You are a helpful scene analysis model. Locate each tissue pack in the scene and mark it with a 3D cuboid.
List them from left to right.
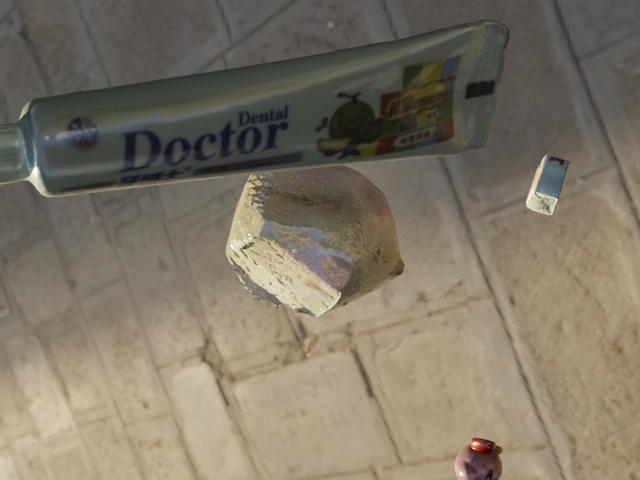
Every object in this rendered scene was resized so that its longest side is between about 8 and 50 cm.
[{"bbox_3d":[0.438,-0.105,1.932,0.059,0.094,0.074,19,152,8],"label":"tissue pack"}]

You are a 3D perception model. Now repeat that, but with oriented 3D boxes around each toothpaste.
[{"bbox_3d":[-0.035,-0.053,0.440,0.037,0.256,0.067,-120,26,-52],"label":"toothpaste"}]

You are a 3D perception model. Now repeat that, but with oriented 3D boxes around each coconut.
[{"bbox_3d":[0.000,0.000,0.702,0.125,0.110,0.110,20,126,1],"label":"coconut"}]

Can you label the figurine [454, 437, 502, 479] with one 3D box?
[{"bbox_3d":[0.224,0.319,1.415,0.067,0.083,0.071,2,72,39],"label":"figurine"}]
